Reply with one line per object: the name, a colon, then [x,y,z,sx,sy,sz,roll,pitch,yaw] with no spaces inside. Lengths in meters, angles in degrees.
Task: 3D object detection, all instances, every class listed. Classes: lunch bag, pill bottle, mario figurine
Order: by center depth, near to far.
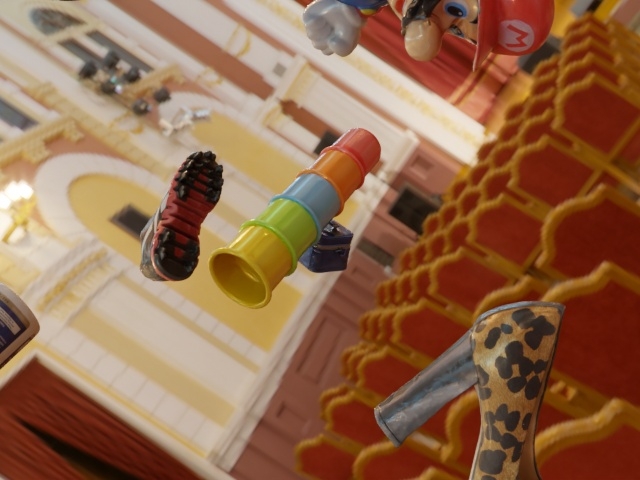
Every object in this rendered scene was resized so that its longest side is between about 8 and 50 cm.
mario figurine: [0.041,-0.223,0.802,0.198,0.320,0.170,-32,-39,-64]
pill bottle: [-0.427,0.132,1.110,0.169,0.094,0.094,-48,-4,-29]
lunch bag: [0.000,0.000,1.300,0.067,0.098,0.065,-5,-65,-36]

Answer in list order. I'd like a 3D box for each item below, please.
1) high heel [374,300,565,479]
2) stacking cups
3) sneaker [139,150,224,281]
high heel: [0.194,0.180,0.773,0.186,0.261,0.093,-43,4,24]
stacking cups: [-0.025,-0.043,1.244,0.316,0.096,0.096,-50,-3,-40]
sneaker: [-0.259,-0.040,1.691,0.135,0.097,0.276,-26,42,49]
